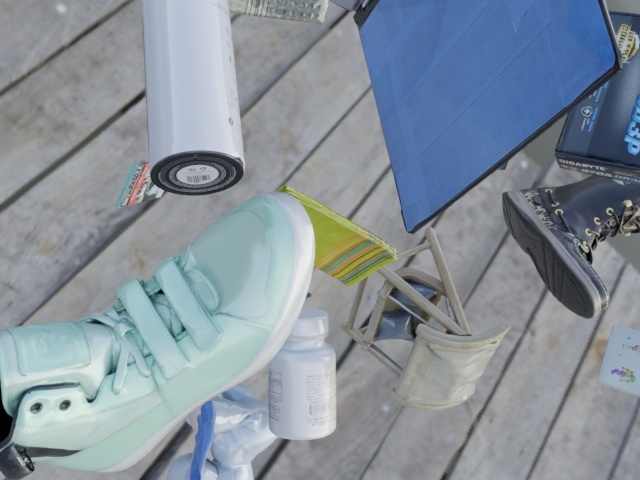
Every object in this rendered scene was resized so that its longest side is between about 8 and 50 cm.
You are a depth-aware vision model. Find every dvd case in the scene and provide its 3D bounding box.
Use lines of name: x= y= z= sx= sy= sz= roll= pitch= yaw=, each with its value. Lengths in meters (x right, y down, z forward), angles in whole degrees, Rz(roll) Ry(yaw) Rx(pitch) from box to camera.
dvd case: x=-0.295 y=-0.102 z=1.475 sx=0.013 sy=0.087 sz=0.119 roll=37 pitch=25 yaw=16

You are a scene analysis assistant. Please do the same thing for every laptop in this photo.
laptop: x=0.008 y=-0.245 z=0.750 sx=0.408 sy=0.382 sz=0.236 roll=26 pitch=67 yaw=-8

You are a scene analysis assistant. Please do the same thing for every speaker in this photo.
speaker: x=-0.076 y=-0.099 z=0.510 sx=0.055 sy=0.055 sz=0.136 roll=7 pitch=64 yaw=-31

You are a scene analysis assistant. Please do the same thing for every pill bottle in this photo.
pill bottle: x=-0.035 y=0.251 z=1.647 sx=0.131 sy=0.131 sz=0.229 roll=-5 pitch=98 yaw=-35

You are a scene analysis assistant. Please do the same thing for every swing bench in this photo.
swing bench: x=0.184 y=0.162 z=1.582 sx=0.165 sy=0.253 sz=0.255 roll=-20 pitch=58 yaw=-23

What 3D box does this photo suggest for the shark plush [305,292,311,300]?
shark plush: x=-0.092 y=0.167 z=1.972 sx=0.073 sy=0.067 sz=0.161 roll=41 pitch=82 yaw=-13

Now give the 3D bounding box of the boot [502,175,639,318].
boot: x=0.581 y=-0.015 z=1.819 sx=0.284 sy=0.138 sz=0.377 roll=-18 pitch=38 yaw=-7

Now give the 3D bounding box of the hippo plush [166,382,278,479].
hippo plush: x=-0.198 y=0.423 z=1.769 sx=0.294 sy=0.234 sz=0.237 roll=17 pitch=94 yaw=-23

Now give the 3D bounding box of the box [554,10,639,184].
box: x=0.422 y=-0.182 z=1.117 sx=0.051 sy=0.175 sz=0.220 roll=40 pitch=69 yaw=-60

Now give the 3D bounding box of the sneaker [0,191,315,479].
sneaker: x=-0.119 y=0.062 z=0.552 sx=0.094 sy=0.256 sz=0.151 roll=51 pitch=16 yaw=29

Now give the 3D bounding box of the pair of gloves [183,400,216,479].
pair of gloves: x=-0.166 y=0.302 z=1.109 sx=0.023 sy=0.198 sz=0.159 roll=15 pitch=57 yaw=-9

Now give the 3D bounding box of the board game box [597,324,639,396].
board game box: x=0.583 y=0.216 z=1.266 sx=0.224 sy=0.303 sz=0.098 roll=21 pitch=85 yaw=-63

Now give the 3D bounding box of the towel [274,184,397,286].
towel: x=0.000 y=0.000 z=1.233 sx=0.237 sy=0.102 sz=0.021 roll=29 pitch=36 yaw=-39

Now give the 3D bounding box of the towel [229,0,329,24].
towel: x=-0.109 y=-0.543 z=1.476 sx=0.324 sy=0.056 sz=0.312 roll=1 pitch=113 yaw=-27

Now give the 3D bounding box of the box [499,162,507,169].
box: x=0.251 y=-0.163 z=1.372 sx=0.114 sy=0.207 sz=0.036 roll=1 pitch=75 yaw=4
